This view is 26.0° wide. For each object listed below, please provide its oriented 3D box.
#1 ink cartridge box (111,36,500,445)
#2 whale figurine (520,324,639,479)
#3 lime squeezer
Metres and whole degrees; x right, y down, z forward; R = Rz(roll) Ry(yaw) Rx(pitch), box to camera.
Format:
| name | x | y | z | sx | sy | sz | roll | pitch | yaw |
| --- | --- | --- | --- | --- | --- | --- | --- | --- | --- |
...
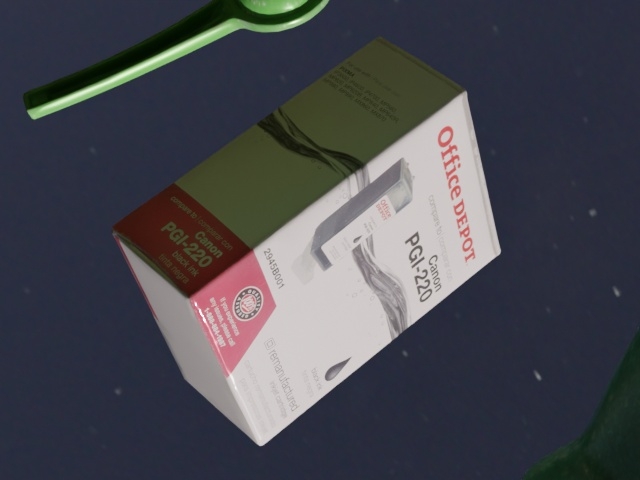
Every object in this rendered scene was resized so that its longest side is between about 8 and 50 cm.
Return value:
| name | x | y | z | sx | sy | sz | roll | pitch | yaw |
| --- | --- | --- | --- | --- | --- | --- | --- | --- | --- |
| ink cartridge box | 0.000 | 0.000 | 0.880 | 0.218 | 0.159 | 0.092 | -39 | -131 | -18 |
| whale figurine | 0.181 | 0.050 | 0.577 | 0.272 | 0.216 | 0.141 | -35 | -103 | 35 |
| lime squeezer | -0.017 | -0.150 | 0.682 | 0.310 | 0.110 | 0.059 | -44 | -112 | 26 |
